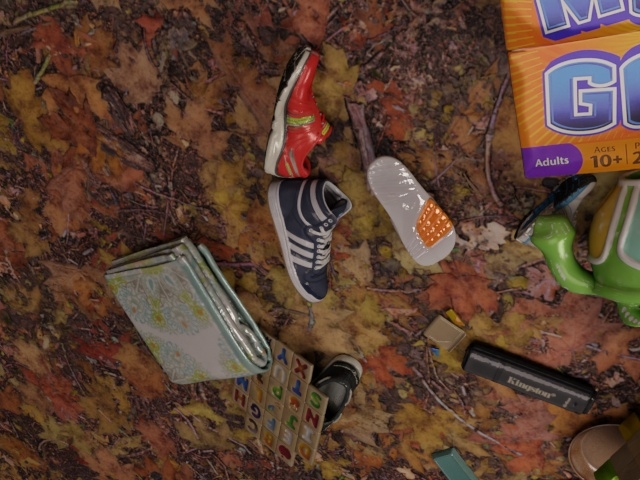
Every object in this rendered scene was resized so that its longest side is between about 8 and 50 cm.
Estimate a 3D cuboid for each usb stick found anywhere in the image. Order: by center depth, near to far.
[{"bbox_3d":[0.434,0.290,1.560,0.278,0.045,0.077,20,124,10],"label":"usb stick"}]

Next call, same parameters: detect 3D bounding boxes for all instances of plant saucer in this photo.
[{"bbox_3d":[0.633,0.458,1.583,0.199,0.036,0.198,10,123,16],"label":"plant saucer"},{"bbox_3d":[0.345,0.579,1.786,0.067,0.018,0.192,-30,106,33],"label":"plant saucer"}]

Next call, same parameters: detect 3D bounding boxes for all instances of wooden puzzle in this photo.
[{"bbox_3d":[0.268,0.198,1.595,0.078,0.014,0.116,42,125,0],"label":"wooden puzzle"}]

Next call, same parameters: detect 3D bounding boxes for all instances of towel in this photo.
[{"bbox_3d":[-0.318,0.175,1.759,0.321,0.090,0.374,-13,113,40],"label":"towel"}]

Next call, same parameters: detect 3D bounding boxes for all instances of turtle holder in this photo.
[{"bbox_3d":[0.549,-0.005,1.242,0.320,0.243,0.227,2,109,48],"label":"turtle holder"}]

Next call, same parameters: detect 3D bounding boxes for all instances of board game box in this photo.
[{"bbox_3d":[0.451,-0.329,0.993,0.356,0.356,0.356,-3,118,24],"label":"board game box"}]

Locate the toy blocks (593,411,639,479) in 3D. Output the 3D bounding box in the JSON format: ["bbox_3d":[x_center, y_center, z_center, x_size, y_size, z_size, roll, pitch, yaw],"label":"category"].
[{"bbox_3d":[0.761,0.413,1.414,0.261,0.190,0.381,31,112,-12],"label":"toy blocks"}]

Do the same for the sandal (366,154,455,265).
[{"bbox_3d":[0.174,-0.069,1.434,0.102,0.076,0.265,-30,117,9],"label":"sandal"}]

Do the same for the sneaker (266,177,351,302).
[{"bbox_3d":[0.000,0.000,1.534,0.153,0.099,0.282,-7,113,28],"label":"sneaker"}]

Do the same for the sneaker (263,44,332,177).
[{"bbox_3d":[-0.031,-0.242,1.422,0.118,0.107,0.279,12,128,-6],"label":"sneaker"}]

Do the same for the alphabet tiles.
[{"bbox_3d":[-0.107,0.383,1.795,0.285,0.011,0.342,32,128,29],"label":"alphabet tiles"}]

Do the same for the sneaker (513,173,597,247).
[{"bbox_3d":[0.443,-0.048,1.350,0.083,0.071,0.190,32,134,-7],"label":"sneaker"}]

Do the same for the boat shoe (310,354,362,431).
[{"bbox_3d":[-0.003,0.393,1.772,0.114,0.091,0.302,28,126,4],"label":"boat shoe"}]
